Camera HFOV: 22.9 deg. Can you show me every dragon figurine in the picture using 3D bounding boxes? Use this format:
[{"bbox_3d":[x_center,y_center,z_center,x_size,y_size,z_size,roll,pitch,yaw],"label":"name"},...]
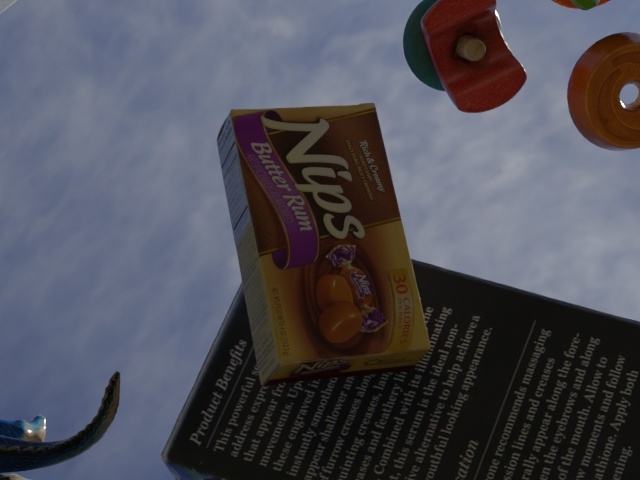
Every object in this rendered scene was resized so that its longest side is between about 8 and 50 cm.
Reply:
[{"bbox_3d":[-0.264,0.144,1.062,0.144,0.289,0.085,23,-121,-37],"label":"dragon figurine"}]

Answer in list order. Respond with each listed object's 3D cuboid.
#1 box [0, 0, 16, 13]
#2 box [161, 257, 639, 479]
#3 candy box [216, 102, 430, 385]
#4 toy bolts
[{"bbox_3d":[-0.273,-0.182,0.991,0.091,0.170,0.130,-35,-85,14],"label":"box"},{"bbox_3d":[0.124,0.187,1.203,0.395,0.293,0.212,15,-116,20],"label":"box"},{"bbox_3d":[0.000,0.000,1.078,0.109,0.053,0.187,-4,-111,-19],"label":"candy box"},{"bbox_3d":[0.185,-0.175,1.366,0.228,0.158,0.218,-20,-74,-5],"label":"toy bolts"}]
